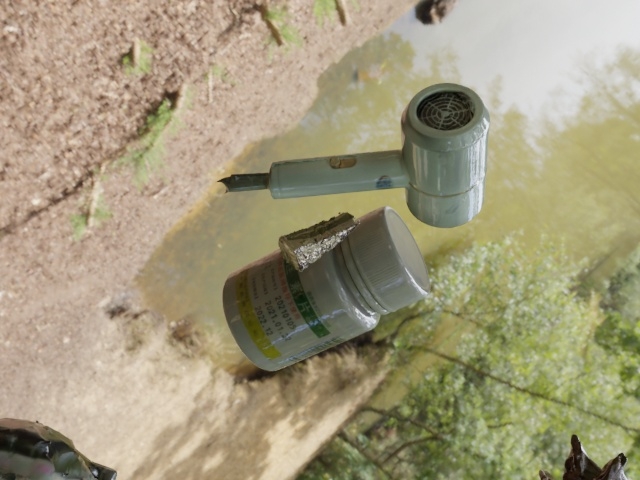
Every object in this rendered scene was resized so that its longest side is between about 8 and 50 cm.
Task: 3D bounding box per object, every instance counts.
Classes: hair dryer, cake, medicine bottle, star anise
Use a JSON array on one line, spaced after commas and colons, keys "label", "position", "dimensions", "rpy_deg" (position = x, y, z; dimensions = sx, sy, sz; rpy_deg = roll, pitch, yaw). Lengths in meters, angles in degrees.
[{"label": "hair dryer", "position": [0.034, -0.092, 0.878], "dimensions": [0.357, 0.107, 0.173], "rpy_deg": [-6, 144, 7]}, {"label": "cake", "position": [0.000, 0.000, 1.092], "dimensions": [0.140, 0.051, 0.055], "rpy_deg": [-23, 131, -29]}, {"label": "medicine bottle", "position": [0.011, 0.085, 1.246], "dimensions": [0.339, 0.208, 0.208], "rpy_deg": [-27, 164, 20]}, {"label": "star anise", "position": [0.382, 0.413, 0.934], "dimensions": [0.088, 0.288, 0.288], "rpy_deg": [-4, 147, -15]}]

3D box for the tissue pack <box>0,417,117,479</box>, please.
[{"label": "tissue pack", "position": [-0.352, 0.191, 0.571], "dimensions": [0.245, 0.332, 0.123], "rpy_deg": [103, 0, -73]}]
